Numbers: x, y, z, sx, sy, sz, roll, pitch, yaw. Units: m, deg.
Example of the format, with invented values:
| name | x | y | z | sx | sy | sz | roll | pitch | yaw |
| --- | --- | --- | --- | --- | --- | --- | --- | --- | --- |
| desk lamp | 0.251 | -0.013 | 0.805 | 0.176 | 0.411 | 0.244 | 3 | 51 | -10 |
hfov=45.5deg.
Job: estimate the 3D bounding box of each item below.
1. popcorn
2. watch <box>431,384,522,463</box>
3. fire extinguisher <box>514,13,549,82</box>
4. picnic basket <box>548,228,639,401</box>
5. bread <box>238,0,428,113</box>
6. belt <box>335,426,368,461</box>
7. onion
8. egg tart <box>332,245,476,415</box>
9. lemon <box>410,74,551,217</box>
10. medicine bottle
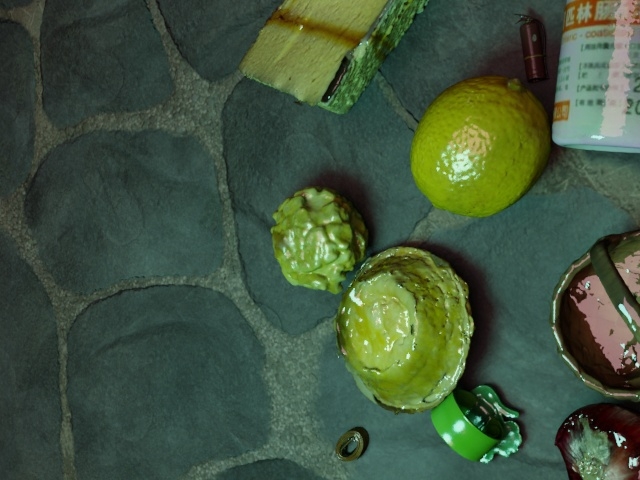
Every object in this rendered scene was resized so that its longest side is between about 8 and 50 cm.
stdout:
| name | x | y | z | sx | sy | sz | roll | pitch | yaw |
| --- | --- | --- | --- | --- | --- | --- | --- | --- | --- |
| popcorn | -0.010 | 0.002 | 1.615 | 0.217 | 0.181 | 0.235 | -10 | 83 | 30 |
| watch | 0.305 | 0.361 | 1.481 | 0.131 | 0.152 | 0.165 | -48 | 70 | 19 |
| fire extinguisher | 0.403 | -0.369 | 1.450 | 0.056 | 0.039 | 0.132 | -7 | 88 | -4 |
| picnic basket | 0.536 | 0.122 | 1.249 | 0.337 | 0.337 | 0.293 | -35 | 76 | 26 |
| bread | -0.009 | -0.449 | 1.574 | 0.405 | 0.242 | 0.346 | 30 | 103 | 20 |
| belt | 0.070 | 0.451 | 1.678 | 0.059 | 0.036 | 0.083 | 45 | 114 | 18 |
| onion | 0.551 | 0.407 | 1.336 | 0.272 | 0.195 | 0.272 | 161 | 90 | -73 |
| egg tart | 0.146 | 0.176 | 1.528 | 0.345 | 0.132 | 0.345 | -7 | 79 | 39 |
| lemon | 0.293 | -0.170 | 1.405 | 0.267 | 0.267 | 0.267 | 2 | 94 | 28 |
| medicine bottle | 0.521 | -0.346 | 1.285 | 0.219 | 0.219 | 0.388 | 9 | 97 | 28 |
